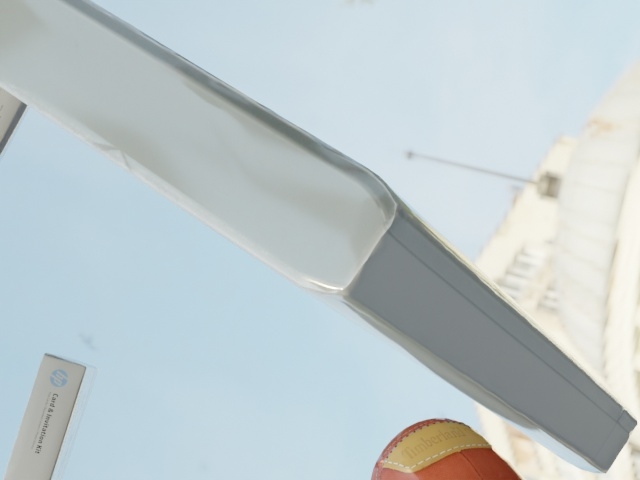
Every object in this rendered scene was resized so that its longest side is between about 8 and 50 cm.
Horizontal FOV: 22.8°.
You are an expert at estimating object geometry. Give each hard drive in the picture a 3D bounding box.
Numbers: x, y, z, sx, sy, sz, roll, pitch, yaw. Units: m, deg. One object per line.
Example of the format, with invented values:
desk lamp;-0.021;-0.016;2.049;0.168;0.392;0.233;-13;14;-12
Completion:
hard drive;0.000;0.000;0.708;0.047;0.233;0.353;-57;-29;-1

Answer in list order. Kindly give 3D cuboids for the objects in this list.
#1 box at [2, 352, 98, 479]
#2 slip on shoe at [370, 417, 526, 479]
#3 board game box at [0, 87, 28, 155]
box;-0.220;0.164;1.270;0.186;0.038;0.145;128;160;-83
slip on shoe;0.040;0.206;0.875;0.123;0.101;0.331;-16;-31;-26
board game box;-0.262;-0.114;1.288;0.193;0.053;0.305;-62;11;-7
